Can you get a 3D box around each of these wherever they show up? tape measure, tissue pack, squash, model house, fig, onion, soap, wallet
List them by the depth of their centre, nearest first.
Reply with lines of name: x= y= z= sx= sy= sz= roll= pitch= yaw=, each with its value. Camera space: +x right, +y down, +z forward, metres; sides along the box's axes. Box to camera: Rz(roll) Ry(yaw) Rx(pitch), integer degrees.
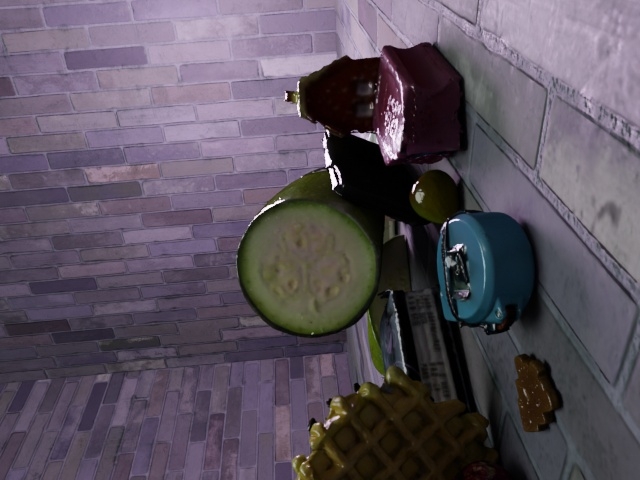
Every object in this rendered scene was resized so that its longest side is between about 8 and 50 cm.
tape measure: x=0.185 y=0.033 z=0.620 sx=0.125 sy=0.081 sz=0.146 roll=151 pitch=115 yaw=-76
onion: x=0.204 y=0.321 z=0.658 sx=0.107 sy=0.097 sz=0.107 roll=16 pitch=-112 yaw=-46
fig: x=0.177 y=-0.061 z=0.828 sx=0.088 sy=0.074 sz=0.074 roll=61 pitch=170 yaw=18
soap: x=0.152 y=-0.203 z=0.857 sx=0.250 sy=0.099 sz=0.162 roll=-98 pitch=11 yaw=-57
tissue pack: x=0.179 y=0.286 z=0.947 sx=0.259 sy=0.122 sz=0.361 roll=85 pitch=177 yaw=-63
model house: x=0.056 y=-0.289 z=1.099 sx=0.196 sy=0.254 sz=0.160 roll=-100 pitch=11 yaw=-75
squash: x=0.000 y=0.000 z=1.111 sx=0.384 sy=0.263 sz=0.263 roll=-62 pitch=-31 yaw=-71
wallet: x=0.101 y=-0.140 z=1.112 sx=0.377 sy=0.197 sz=0.051 roll=-100 pitch=29 yaw=-62
squash: x=0.161 y=0.160 z=1.258 sx=0.203 sy=0.111 sz=0.289 roll=-102 pitch=8 yaw=-62

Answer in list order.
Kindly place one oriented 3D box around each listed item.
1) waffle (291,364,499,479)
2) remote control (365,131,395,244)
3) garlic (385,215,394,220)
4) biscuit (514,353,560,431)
waffle: x=0.102 y=0.338 z=0.709 sx=0.062 sy=0.329 sz=0.329 roll=139 pitch=128 yaw=-70
remote control: x=0.152 y=-0.131 z=1.400 sx=0.128 sy=0.065 sz=0.335 roll=-92 pitch=-2 yaw=-72
garlic: x=0.153 y=-0.101 z=1.295 sx=0.113 sy=0.074 sz=0.094 roll=57 pitch=149 yaw=21
biscuit: x=0.228 y=0.168 z=0.582 sx=0.082 sy=0.016 sz=0.092 roll=-112 pitch=15 yaw=-67
